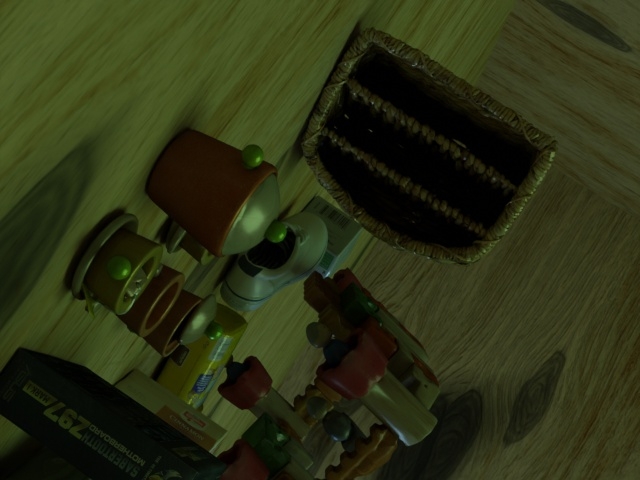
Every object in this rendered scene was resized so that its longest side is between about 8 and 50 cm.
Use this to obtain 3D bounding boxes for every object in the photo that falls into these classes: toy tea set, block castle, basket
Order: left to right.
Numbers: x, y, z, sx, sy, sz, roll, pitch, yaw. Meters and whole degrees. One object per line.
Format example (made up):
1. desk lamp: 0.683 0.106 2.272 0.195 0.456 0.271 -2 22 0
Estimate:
1. toy tea set: -0.114 0.029 0.983 0.200 0.124 0.336 -56 173 -13
2. block castle: -0.020 0.208 1.471 0.303 0.213 0.453 -44 -171 6
3. basket: 0.125 -0.103 1.353 0.213 0.299 0.223 -55 176 -3

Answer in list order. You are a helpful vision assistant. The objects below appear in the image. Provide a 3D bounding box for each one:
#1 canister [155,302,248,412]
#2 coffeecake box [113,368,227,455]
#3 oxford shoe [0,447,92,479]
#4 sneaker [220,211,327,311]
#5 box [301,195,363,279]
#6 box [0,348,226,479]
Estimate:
1. canister: -0.178 0.179 1.444 0.170 0.073 0.126 -60 173 11
2. coffeecake box: -0.223 0.278 1.273 0.185 0.142 0.068 -60 172 23
3. oxford shoe: -0.285 0.293 0.966 0.449 0.130 0.169 -27 104 -74
4. sneaker: -0.049 0.015 1.508 0.091 0.094 0.258 -57 174 37
5. box: 0.000 0.000 1.764 0.102 0.101 0.087 -48 169 -44
6. box: -0.184 0.180 0.933 0.059 0.183 0.233 -57 174 -8
